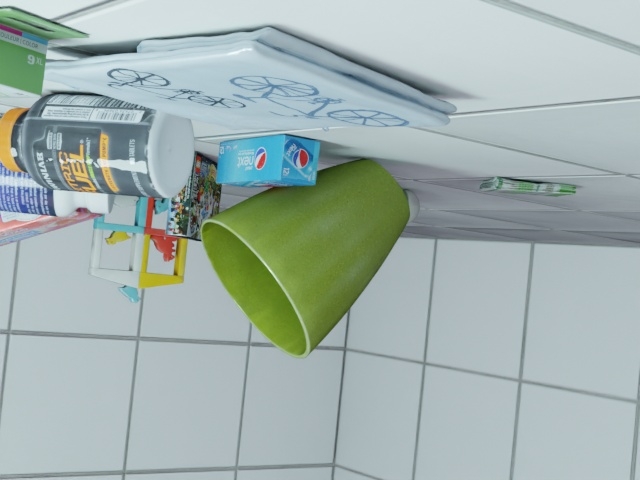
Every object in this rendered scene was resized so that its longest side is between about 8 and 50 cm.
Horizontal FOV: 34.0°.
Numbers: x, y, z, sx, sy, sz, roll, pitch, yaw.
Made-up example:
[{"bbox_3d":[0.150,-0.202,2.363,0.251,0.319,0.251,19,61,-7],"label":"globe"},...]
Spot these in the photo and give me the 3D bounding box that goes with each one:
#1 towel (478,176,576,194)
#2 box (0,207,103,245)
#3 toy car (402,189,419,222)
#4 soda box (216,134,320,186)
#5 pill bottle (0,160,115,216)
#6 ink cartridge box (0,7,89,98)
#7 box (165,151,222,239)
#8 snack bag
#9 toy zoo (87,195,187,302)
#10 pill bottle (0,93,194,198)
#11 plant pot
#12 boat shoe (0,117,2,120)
[{"bbox_3d":[0.374,-0.097,1.902,0.152,0.023,0.113,4,180,-6],"label":"towel"},{"bbox_3d":[-0.569,-0.078,1.900,0.300,0.154,0.142,-16,173,9],"label":"box"},{"bbox_3d":[0.118,-0.047,2.278,0.159,0.136,0.182,7,178,-19],"label":"toy car"},{"bbox_3d":[-0.087,-0.123,1.666,0.067,0.071,0.210,7,177,-33],"label":"soda box"},{"bbox_3d":[-0.473,-0.119,1.729,0.264,0.153,0.153,6,178,-4],"label":"pill bottle"},{"bbox_3d":[-0.339,-0.177,1.013,0.209,0.062,0.109,4,177,30],"label":"ink cartridge box"},{"bbox_3d":[-0.241,-0.081,2.032,0.044,0.159,0.233,6,178,8],"label":"box"},{"bbox_3d":[-0.080,-0.162,1.113,0.342,0.037,0.323,3,176,40],"label":"snack bag"},{"bbox_3d":[-0.351,-0.024,2.061,0.192,0.293,0.030,6,178,-30],"label":"toy zoo"},{"bbox_3d":[-0.301,-0.126,1.380,0.245,0.130,0.130,5,178,19],"label":"pill bottle"},{"bbox_3d":[0.000,0.000,1.745,0.293,0.275,0.275,-37,-164,-21],"label":"plant pot"},{"bbox_3d":[-0.457,-0.177,1.643,0.153,0.048,0.056,9,-137,2],"label":"boat shoe"}]
